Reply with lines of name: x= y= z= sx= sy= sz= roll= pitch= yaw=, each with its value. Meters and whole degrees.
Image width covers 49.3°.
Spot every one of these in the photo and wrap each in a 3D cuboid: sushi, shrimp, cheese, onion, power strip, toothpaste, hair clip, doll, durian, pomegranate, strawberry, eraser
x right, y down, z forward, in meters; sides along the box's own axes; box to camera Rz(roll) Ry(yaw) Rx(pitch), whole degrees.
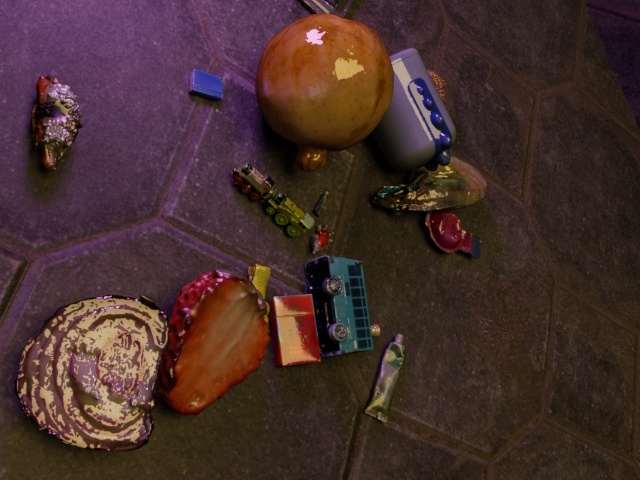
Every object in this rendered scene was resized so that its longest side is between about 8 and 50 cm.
sushi: x=-0.575 y=-0.259 z=1.530 sx=0.097 sy=0.103 sz=0.226 roll=16 pitch=68 yaw=-49
shrimp: x=0.343 y=-0.174 z=2.151 sx=0.445 sy=0.110 sz=0.221 roll=-16 pitch=57 yaw=-37
cheese: x=0.418 y=-0.021 z=2.193 sx=0.244 sy=0.062 sz=0.155 roll=28 pitch=61 yaw=-27
onion: x=-0.462 y=0.259 z=1.428 sx=0.279 sy=0.146 sz=0.315 roll=15 pitch=74 yaw=-17
power strip: x=0.014 y=-0.818 z=2.138 sx=0.251 sy=0.092 sz=0.257 roll=40 pitch=60 yaw=-23
toothpaste: x=0.004 y=-0.104 z=1.948 sx=0.027 sy=0.019 sz=0.083 roll=54 pitch=49 yaw=-40
hair clip: x=-0.156 y=0.148 z=1.734 sx=0.072 sy=0.046 sz=0.173 roll=16 pitch=68 yaw=-27
doll: x=-0.001 y=0.000 z=1.899 sx=0.114 sy=0.039 sz=0.057 roll=-55 pitch=138 yaw=-45
durian: x=0.333 y=-0.472 z=2.235 sx=0.168 sy=0.137 sz=0.158 roll=-2 pitch=56 yaw=-45
pomegranate: x=0.005 y=-0.381 z=1.835 sx=0.409 sy=0.410 sz=0.411 roll=12 pitch=69 yaw=-33
strawberry: x=-0.264 y=0.222 z=1.576 sx=0.336 sy=0.149 sz=0.265 roll=-58 pitch=134 yaw=-22
eraser: x=-0.299 y=-0.404 z=1.818 sx=0.084 sy=0.027 sz=0.063 roll=12 pitch=67 yaw=-33
toothpaste: x=0.186 y=0.371 z=1.913 sx=0.078 sy=0.047 sz=0.248 roll=31 pitch=62 yaw=-20

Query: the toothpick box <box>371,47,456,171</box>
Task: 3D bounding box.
toothpick box: x=0.264 y=-0.365 z=2.068 sx=0.263 sy=0.263 sz=0.355 roll=-33 pitch=97 yaw=-38

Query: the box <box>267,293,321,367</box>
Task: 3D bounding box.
box: x=-0.066 y=0.227 z=1.762 sx=0.112 sy=0.048 sz=0.175 roll=-3 pitch=77 yaw=-27

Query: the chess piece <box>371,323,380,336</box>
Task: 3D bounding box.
chess piece: x=0.117 y=0.247 z=1.909 sx=0.092 sy=0.035 sz=0.035 roll=3 pitch=73 yaw=-31

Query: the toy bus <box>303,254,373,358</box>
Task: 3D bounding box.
toy bus: x=0.048 y=0.172 z=1.823 sx=0.147 sy=0.128 sz=0.256 roll=2 pitch=75 yaw=-35

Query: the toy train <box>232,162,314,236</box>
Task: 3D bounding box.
toy train: x=-0.127 y=-0.109 z=1.815 sx=0.249 sy=0.085 sz=0.053 roll=43 pitch=38 yaw=-17
